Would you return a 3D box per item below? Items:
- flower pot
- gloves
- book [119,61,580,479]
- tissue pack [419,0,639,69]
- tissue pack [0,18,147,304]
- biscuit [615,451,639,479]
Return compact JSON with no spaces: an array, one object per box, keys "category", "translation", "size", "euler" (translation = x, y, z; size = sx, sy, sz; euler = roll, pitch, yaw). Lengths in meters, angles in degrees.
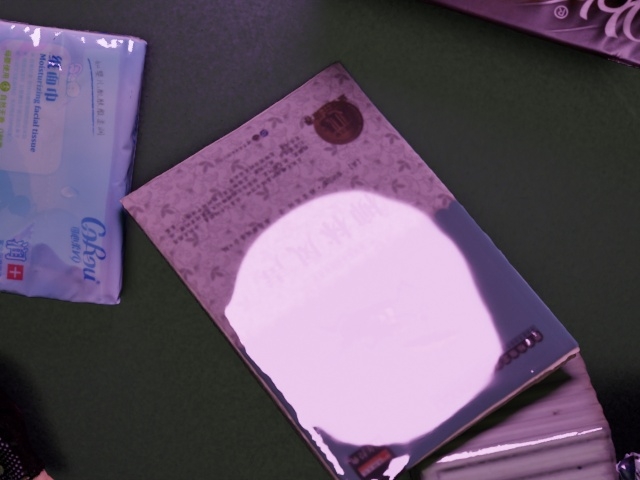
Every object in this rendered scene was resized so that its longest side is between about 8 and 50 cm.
[{"category":"flower pot","translation":[0.182,0.233,1.816],"size":[0.189,0.239,0.209],"euler":[-12,64,-2]},{"category":"gloves","translation":[-0.329,0.216,1.866],"size":[0.129,0.106,0.181],"euler":[-18,124,1]},{"category":"book","translation":[0.025,0.033,1.772],"size":[0.264,0.031,0.379],"euler":[-34,70,-15]},{"category":"tissue pack","translation":[0.196,-0.311,1.745],"size":[0.370,0.210,0.198],"euler":[17,116,-3]},{"category":"tissue pack","translation":[-0.267,-0.076,1.832],"size":[0.177,0.089,0.263],"euler":[6,96,-4]},{"category":"biscuit","translation":[0.353,0.234,1.776],"size":[0.079,0.309,0.186],"euler":[-25,95,26]}]
